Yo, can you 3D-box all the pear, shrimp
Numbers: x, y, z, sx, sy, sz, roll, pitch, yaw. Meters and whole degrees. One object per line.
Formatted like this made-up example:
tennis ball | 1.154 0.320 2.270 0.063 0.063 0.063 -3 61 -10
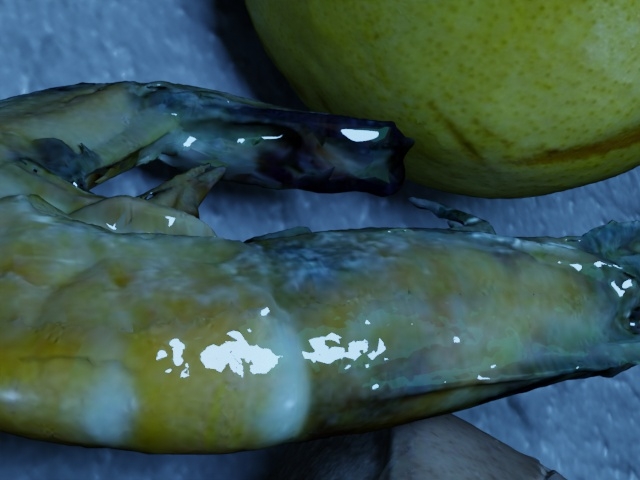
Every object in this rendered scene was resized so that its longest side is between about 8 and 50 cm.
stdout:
pear | 0.110 -0.170 0.761 0.314 0.314 0.314 19 60 -37
shrimp | 0.000 0.000 0.620 0.445 0.085 0.272 2 33 -13

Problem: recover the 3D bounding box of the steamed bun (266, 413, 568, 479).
steamed bun | 0.068 0.205 0.587 0.251 0.199 0.301 28 39 -12
